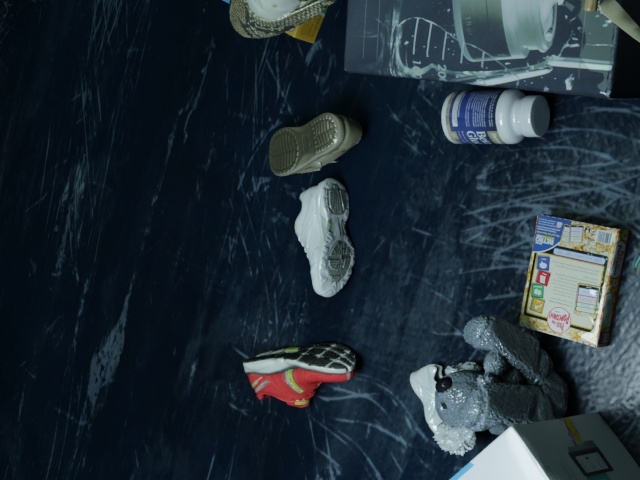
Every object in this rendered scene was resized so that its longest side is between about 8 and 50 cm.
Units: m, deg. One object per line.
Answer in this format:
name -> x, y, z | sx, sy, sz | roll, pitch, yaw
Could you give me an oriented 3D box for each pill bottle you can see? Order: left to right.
pill bottle -> 0.300, -0.211, 1.744 | 0.169, 0.094, 0.094 | 5, 91, 41

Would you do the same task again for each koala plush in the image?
koala plush -> 0.274, 0.261, 1.707 | 0.221, 0.203, 0.196 | -34, 39, 48

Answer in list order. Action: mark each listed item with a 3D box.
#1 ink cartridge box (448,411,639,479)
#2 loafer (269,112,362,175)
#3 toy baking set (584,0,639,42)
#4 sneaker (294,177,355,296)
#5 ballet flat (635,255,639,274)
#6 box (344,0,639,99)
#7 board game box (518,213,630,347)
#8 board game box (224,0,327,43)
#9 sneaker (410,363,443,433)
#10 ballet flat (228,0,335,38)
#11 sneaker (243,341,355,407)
ink cartridge box -> 0.352, 0.405, 1.560 | 0.198, 0.270, 0.197 | -49, 58, 28
loafer -> -0.012, -0.184, 2.019 | 0.269, 0.092, 0.101 | -11, 79, 56
toy baking set -> 0.430, -0.352, 1.325 | 0.030, 0.197, 0.256 | -138, 55, -70
sneaker -> 0.000, 0.000, 2.011 | 0.115, 0.090, 0.232 | -13, 71, 46
ballet flat -> 0.556, -0.022, 1.534 | 0.068, 0.072, 0.213 | 42, 114, 29
box -> 0.313, -0.476, 1.567 | 0.472, 0.297, 0.479 | 12, 106, 37
board game box -> 0.412, 0.063, 1.670 | 0.147, 0.045, 0.193 | 15, 98, 40
board game box -> -0.093, -0.578, 2.117 | 0.317, 0.064, 0.242 | 34, 110, 36
sneaker -> 0.214, 0.291, 1.826 | 0.061, 0.054, 0.152 | -39, 64, 30
ballet flat -> -0.004, -0.512, 1.896 | 0.483, 0.182, 0.164 | -18, 92, 25
sneaker -> -0.030, 0.272, 2.027 | 0.279, 0.107, 0.118 | -8, 101, 43
